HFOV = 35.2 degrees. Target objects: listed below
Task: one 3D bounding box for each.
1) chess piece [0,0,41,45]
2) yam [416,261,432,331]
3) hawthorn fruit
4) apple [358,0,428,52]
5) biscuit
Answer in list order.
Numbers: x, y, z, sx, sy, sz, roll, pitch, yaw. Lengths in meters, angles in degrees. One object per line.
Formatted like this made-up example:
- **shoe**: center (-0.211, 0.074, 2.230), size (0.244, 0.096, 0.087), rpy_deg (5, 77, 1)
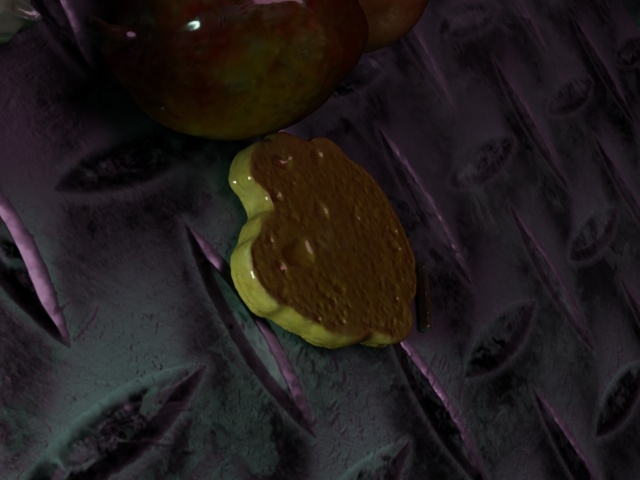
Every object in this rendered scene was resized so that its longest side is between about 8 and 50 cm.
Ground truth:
- **chess piece**: center (-0.414, -0.347, 1.074), size (0.176, 0.176, 0.298), rpy_deg (-20, 95, -52)
- **yam**: center (0.156, 0.084, 1.524), size (0.021, 0.021, 0.116), rpy_deg (27, 49, -36)
- **hawthorn fruit**: center (-0.101, -0.261, 1.238), size (0.308, 0.308, 0.324), rpy_deg (44, 51, -21)
- **apple**: center (0.041, -0.410, 1.533), size (0.253, 0.253, 0.253), rpy_deg (26, 50, -36)
- **biscuit**: center (0.000, 0.000, 1.372), size (0.351, 0.057, 0.312), rpy_deg (2, 66, -49)
